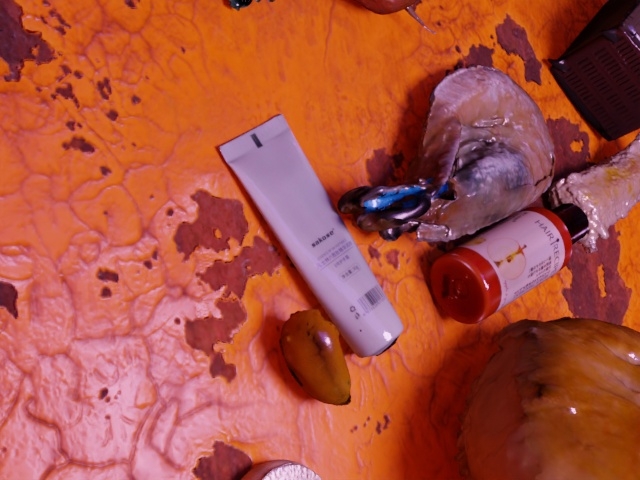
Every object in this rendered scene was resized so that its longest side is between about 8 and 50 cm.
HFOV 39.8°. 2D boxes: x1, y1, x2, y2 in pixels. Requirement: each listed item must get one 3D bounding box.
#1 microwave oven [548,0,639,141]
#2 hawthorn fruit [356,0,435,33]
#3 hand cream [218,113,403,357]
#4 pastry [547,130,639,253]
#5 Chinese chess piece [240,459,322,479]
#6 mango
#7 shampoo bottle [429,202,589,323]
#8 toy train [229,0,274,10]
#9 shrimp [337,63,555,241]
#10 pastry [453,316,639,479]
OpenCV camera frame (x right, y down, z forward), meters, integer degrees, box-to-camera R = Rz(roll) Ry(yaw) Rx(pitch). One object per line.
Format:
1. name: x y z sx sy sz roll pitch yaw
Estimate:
1. microwave oven: 0.520 -0.311 1.444 0.178 0.188 0.247 49 61 -10
2. hawthorn fruit: 0.081 -0.362 1.183 0.149 0.149 0.189 -31 134 -36
3. hand cream: 0.000 0.000 1.088 0.109 0.067 0.321 -34 96 -36
4. pastry: 0.462 -0.087 1.410 0.258 0.089 0.122 -33 104 -37
5. Chinese chess piece: -0.045 0.308 0.991 0.122 0.051 0.122 10 73 -33
6. mango: -0.005 0.141 1.037 0.063 0.077 0.127 -34 107 -33
7. shampoo bottle: 0.281 0.018 1.249 0.278 0.104 0.104 -26 96 -36
8. toy train: -0.120 -0.353 1.067 0.172 0.070 0.100 25 59 -28
9. shrimp: 0.193 -0.115 1.214 0.445 0.110 0.221 -31 96 -43
10. pastry: 0.355 0.278 1.116 0.409 0.245 0.410 17 35 -12
